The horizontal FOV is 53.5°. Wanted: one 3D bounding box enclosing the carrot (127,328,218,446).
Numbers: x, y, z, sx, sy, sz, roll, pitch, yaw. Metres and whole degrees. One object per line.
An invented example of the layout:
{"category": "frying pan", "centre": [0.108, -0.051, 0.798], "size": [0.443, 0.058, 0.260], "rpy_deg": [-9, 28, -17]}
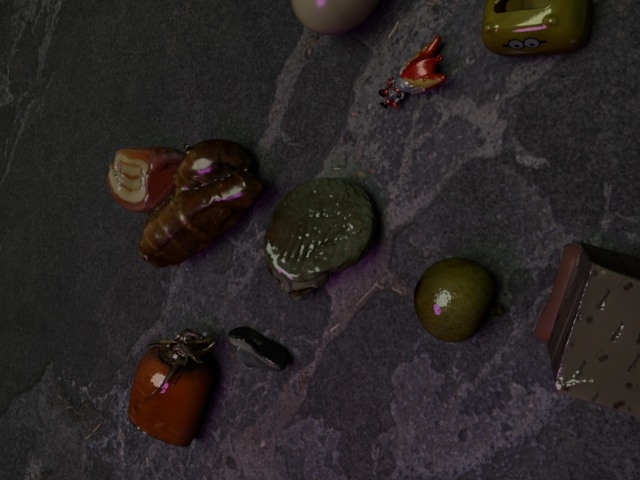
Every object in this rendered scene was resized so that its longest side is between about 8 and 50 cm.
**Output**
{"category": "carrot", "centre": [-0.384, 0.370, 1.634], "size": [0.193, 0.214, 0.331], "rpy_deg": [30, 103, 34]}

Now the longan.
{"category": "longan", "centre": [0.258, 0.113, 1.180], "size": [0.176, 0.145, 0.154], "rpy_deg": [22, 134, -3]}

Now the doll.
{"category": "doll", "centre": [0.189, -0.330, 1.301], "size": [0.169, 0.057, 0.109], "rpy_deg": [-34, 50, 48]}

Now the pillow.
{"category": "pillow", "centre": [0.458, 0.109, 1.053], "size": [0.171, 0.075, 0.179], "rpy_deg": [23, 103, 37]}

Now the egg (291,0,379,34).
{"category": "egg", "centre": [0.042, -0.549, 1.338], "size": [0.186, 0.186, 0.241], "rpy_deg": [44, 103, 31]}

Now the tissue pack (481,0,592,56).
{"category": "tissue pack", "centre": [0.372, -0.389, 1.109], "size": [0.178, 0.127, 0.123], "rpy_deg": [8, 91, 38]}

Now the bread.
{"category": "bread", "centre": [-0.499, -0.176, 1.799], "size": [0.244, 0.123, 0.190], "rpy_deg": [14, 98, 39]}

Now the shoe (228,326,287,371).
{"category": "shoe", "centre": [-0.152, 0.279, 1.543], "size": [0.194, 0.074, 0.077], "rpy_deg": [24, 114, 39]}

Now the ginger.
{"category": "ginger", "centre": [-0.322, -0.099, 1.626], "size": [0.418, 0.176, 0.254], "rpy_deg": [-40, 57, 28]}

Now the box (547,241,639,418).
{"category": "box", "centre": [0.491, 0.141, 0.879], "size": [0.297, 0.225, 0.190], "rpy_deg": [15, 101, 15]}

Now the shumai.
{"category": "shumai", "centre": [0.000, 0.000, 1.407], "size": [0.272, 0.203, 0.222], "rpy_deg": [-28, 69, -3]}
